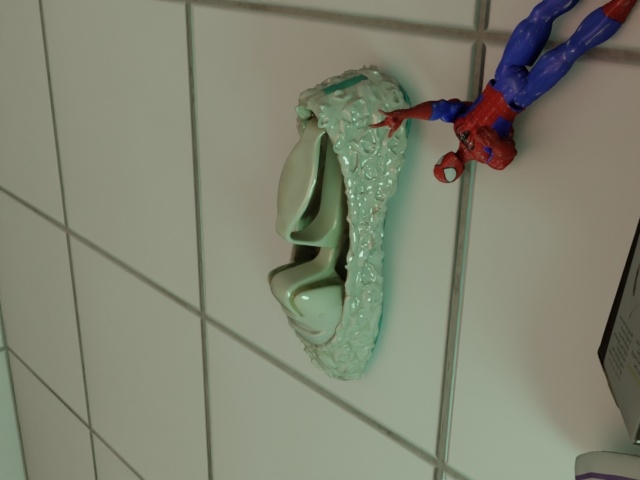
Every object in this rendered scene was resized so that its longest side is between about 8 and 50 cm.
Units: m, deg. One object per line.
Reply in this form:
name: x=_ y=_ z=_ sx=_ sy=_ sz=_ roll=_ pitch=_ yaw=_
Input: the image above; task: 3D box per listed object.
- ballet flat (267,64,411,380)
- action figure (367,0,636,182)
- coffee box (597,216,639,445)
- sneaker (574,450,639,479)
ballet flat: x=0.000 y=0.000 z=0.875 sx=0.147 sy=0.147 sz=0.409 roll=32 pitch=127 yaw=39
action figure: x=0.151 y=-0.137 z=0.646 sx=0.091 sy=0.139 sz=0.280 roll=55 pitch=141 yaw=21
coffee box: x=0.297 y=-0.013 z=0.460 sx=0.168 sy=0.119 sz=0.297 roll=10 pitch=114 yaw=4
sneaker: x=0.267 y=0.247 z=0.573 sx=0.282 sy=0.102 sz=0.161 roll=112 pitch=166 yaw=-78
